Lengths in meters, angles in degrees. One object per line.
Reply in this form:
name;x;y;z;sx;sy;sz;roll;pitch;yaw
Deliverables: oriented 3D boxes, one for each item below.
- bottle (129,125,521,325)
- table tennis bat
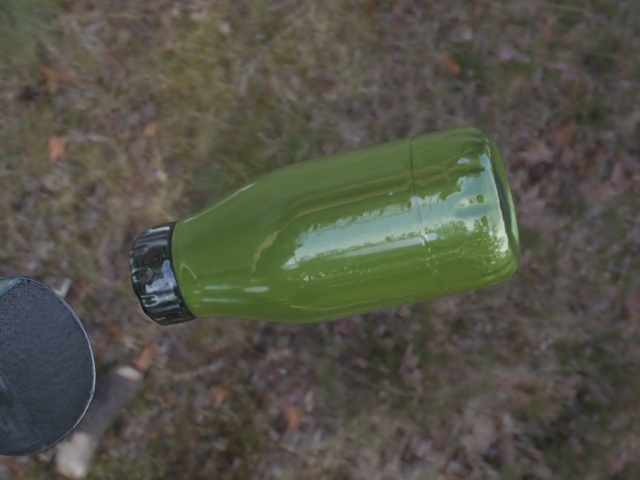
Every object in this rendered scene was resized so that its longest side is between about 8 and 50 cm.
bottle;0.000;0.000;1.052;0.112;0.260;0.112;-12;90;-77
table tennis bat;-0.259;0.072;1.199;0.130;0.019;0.220;-39;114;-18
